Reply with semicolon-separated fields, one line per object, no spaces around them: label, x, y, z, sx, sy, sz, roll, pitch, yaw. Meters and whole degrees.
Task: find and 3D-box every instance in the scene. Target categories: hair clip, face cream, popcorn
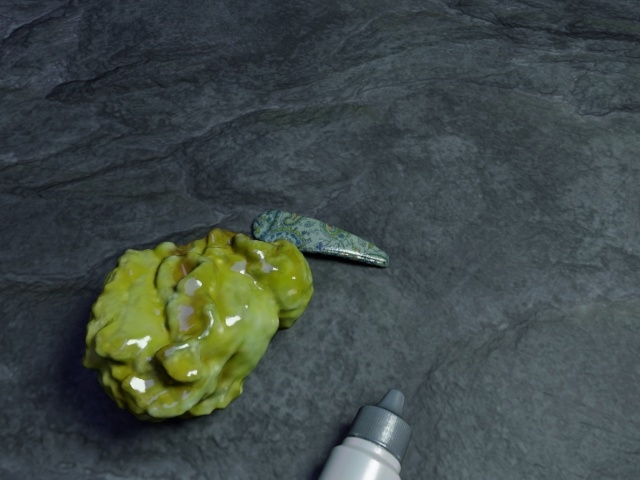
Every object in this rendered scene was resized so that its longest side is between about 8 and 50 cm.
hair clip;0.000;-0.001;0.844;0.229;0.036;0.066;16;60;7
face cream;0.029;0.299;0.585;0.092;0.092;0.311;23;55;12
popcorn;-0.165;0.087;0.682;0.225;0.173;0.286;29;55;25
